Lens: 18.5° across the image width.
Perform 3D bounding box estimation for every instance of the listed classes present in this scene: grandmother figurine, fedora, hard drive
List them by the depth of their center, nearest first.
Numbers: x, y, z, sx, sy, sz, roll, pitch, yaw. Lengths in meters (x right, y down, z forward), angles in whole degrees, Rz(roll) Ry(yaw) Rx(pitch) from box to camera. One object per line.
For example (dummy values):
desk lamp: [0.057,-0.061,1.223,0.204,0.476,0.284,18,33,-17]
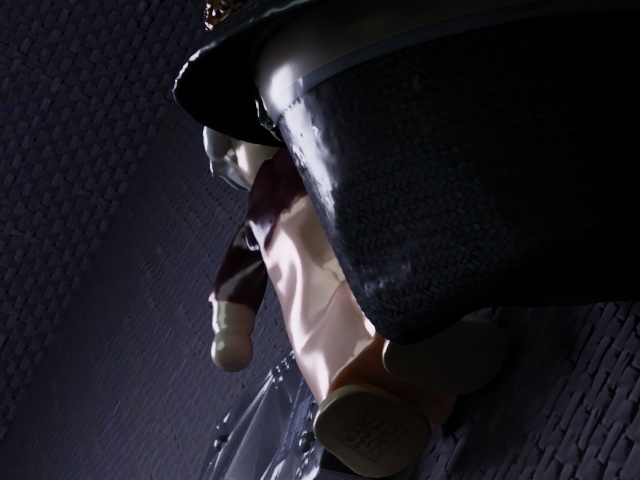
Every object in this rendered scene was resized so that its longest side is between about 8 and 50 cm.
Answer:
fedora: [0.089,-0.039,0.931,0.334,0.334,0.153,148,112,-67]
grandmother figurine: [0.000,0.000,1.239,0.208,0.104,0.342,-41,36,13]
hard drive: [-0.021,0.146,1.327,0.255,0.054,0.172,-46,22,51]

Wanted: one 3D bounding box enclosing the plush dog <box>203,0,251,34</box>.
plush dog: [0.030,-0.160,1.113,0.225,0.211,0.262,-41,-20,23]
